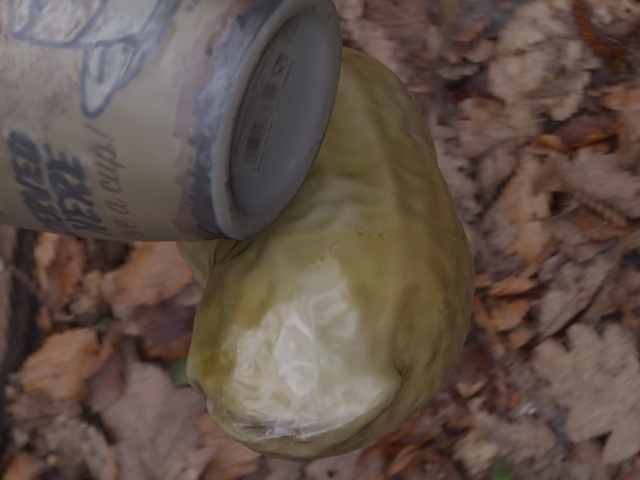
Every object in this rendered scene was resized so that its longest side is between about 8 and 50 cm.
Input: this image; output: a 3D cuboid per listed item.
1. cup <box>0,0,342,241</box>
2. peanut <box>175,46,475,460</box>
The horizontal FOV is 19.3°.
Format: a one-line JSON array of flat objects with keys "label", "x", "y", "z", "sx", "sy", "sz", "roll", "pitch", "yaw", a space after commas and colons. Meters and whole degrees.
[{"label": "cup", "x": -0.116, "y": -0.142, "z": 0.991, "sx": 0.257, "sy": 0.227, "sz": 0.301, "roll": 18, "pitch": 99, "yaw": 18}, {"label": "peanut", "x": 0.006, "y": 0.000, "z": 1.115, "sx": 0.174, "sy": 0.340, "sz": 0.158, "roll": 20, "pitch": 117, "yaw": -25}]
